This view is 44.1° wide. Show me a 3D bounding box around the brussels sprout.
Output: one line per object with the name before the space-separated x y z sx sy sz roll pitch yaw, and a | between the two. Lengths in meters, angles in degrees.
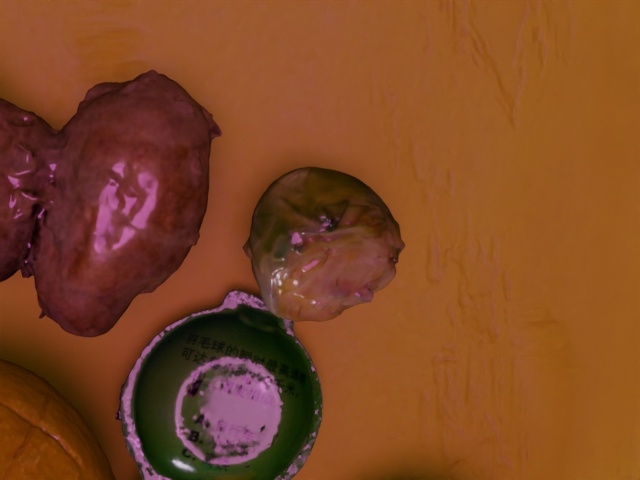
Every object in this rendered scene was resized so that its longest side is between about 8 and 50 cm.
brussels sprout | -0.002 -0.004 0.768 0.149 0.122 0.151 -29 137 2

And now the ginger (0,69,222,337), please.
ginger | -0.254 -0.049 0.703 0.304 0.155 0.245 11 98 -11

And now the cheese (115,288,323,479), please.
cheese | -0.113 0.209 0.788 0.204 0.083 0.320 22 85 -11

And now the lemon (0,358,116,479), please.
lemon | -0.319 0.243 0.678 0.297 0.297 0.297 -1 99 -8
